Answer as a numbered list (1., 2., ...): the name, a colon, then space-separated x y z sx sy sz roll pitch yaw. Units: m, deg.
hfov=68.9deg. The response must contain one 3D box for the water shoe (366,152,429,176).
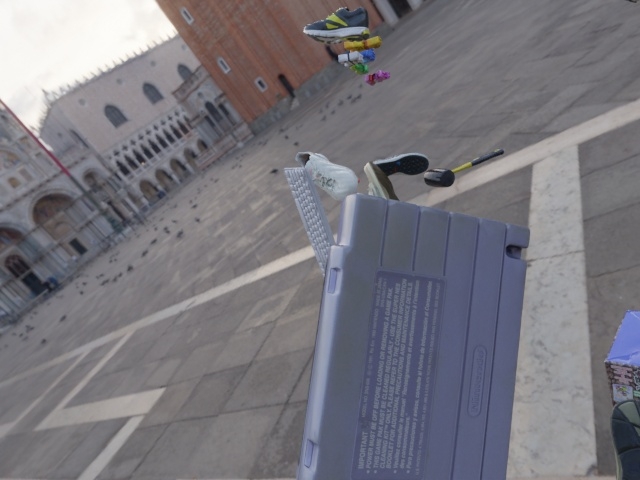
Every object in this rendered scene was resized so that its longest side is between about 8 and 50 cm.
1. water shoe: 0.244 -0.246 1.490 0.204 0.072 0.080 -8 25 -7

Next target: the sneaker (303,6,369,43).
1. sneaker: 0.020 -0.249 0.539 0.084 0.035 0.031 11 8 24

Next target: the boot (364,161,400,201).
1. boot: 0.136 -0.102 1.332 0.165 0.213 0.077 -38 -28 33

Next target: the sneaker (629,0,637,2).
1. sneaker: 0.311 -0.374 0.471 0.110 0.275 0.107 -43 28 0

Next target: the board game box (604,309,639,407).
1. board game box: 0.873 0.370 1.222 0.141 0.290 0.232 0 29 47

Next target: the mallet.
1. mallet: 0.311 -0.155 0.971 0.190 0.039 0.062 -22 17 -11

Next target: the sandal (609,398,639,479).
1. sandal: 0.643 0.474 0.924 0.120 0.086 0.302 -2 69 35

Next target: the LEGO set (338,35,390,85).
1. LEGO set: 0.140 -0.526 1.331 0.093 0.086 0.227 -8 -2 29

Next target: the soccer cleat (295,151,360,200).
1. soccer cleat: 0.010 -0.131 0.935 0.196 0.076 0.068 47 120 55

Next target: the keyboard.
1. keyboard: 0.000 0.000 0.768 0.014 0.255 0.072 -31 21 -29

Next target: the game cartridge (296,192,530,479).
1. game cartridge: 0.102 0.141 0.503 0.068 0.231 0.354 168 111 -75
